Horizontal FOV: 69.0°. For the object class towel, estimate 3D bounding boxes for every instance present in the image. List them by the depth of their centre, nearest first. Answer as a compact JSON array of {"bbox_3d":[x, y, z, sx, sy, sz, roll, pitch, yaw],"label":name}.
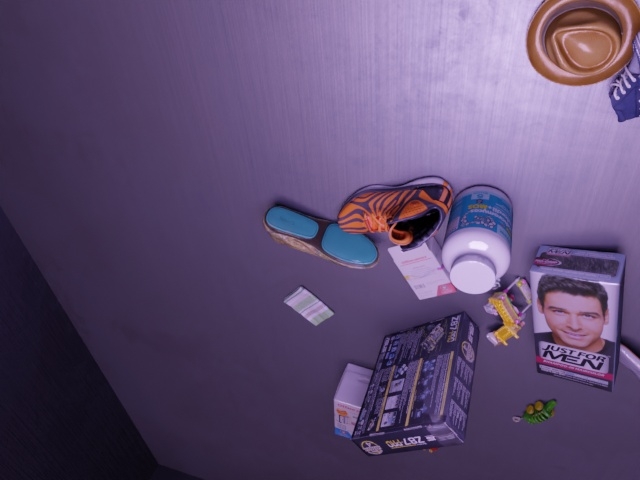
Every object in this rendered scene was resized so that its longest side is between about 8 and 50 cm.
[{"bbox_3d":[-0.042,0.228,1.593,0.152,0.023,0.113,40,133,-11],"label":"towel"}]

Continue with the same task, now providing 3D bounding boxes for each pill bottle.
[{"bbox_3d":[0.358,-0.001,1.059,0.147,0.264,0.146,12,131,14],"label":"pill bottle"}]

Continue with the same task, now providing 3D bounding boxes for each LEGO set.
[{"bbox_3d":[0.523,0.193,1.285,0.132,0.107,0.286,28,152,51],"label":"LEGO set"}]

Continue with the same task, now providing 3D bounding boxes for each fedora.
[{"bbox_3d":[0.472,-0.357,0.838,0.195,0.079,0.194,13,131,15],"label":"fedora"}]

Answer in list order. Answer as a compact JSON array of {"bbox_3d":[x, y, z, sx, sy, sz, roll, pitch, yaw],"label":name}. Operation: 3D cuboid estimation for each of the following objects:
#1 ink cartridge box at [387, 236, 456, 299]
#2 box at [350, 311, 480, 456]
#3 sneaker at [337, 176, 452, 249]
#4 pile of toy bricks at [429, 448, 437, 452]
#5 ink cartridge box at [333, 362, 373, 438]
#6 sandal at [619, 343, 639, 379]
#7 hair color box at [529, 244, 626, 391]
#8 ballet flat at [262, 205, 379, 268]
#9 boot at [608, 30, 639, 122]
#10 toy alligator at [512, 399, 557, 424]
[{"bbox_3d":[0.283,0.064,1.281,0.115,0.067,0.198,-18,120,34],"label":"ink cartridge box"},{"bbox_3d":[0.279,0.407,1.345,0.318,0.394,0.097,-31,108,38],"label":"box"},{"bbox_3d":[0.162,-0.055,1.159,0.321,0.180,0.124,-17,118,34],"label":"sneaker"},{"bbox_3d":[0.367,0.720,1.782,0.212,0.118,0.104,-5,98,47],"label":"pile of toy bricks"},{"bbox_3d":[0.154,0.607,1.720,0.172,0.168,0.232,11,130,17],"label":"ink cartridge box"},{"bbox_3d":[0.892,0.351,1.234,0.076,0.102,0.265,-43,86,-2],"label":"sandal"},{"bbox_3d":[0.646,0.199,1.172,0.186,0.113,0.374,8,131,37],"label":"hair color box"},{"bbox_3d":[0.000,0.000,1.337,0.349,0.123,0.123,21,133,6],"label":"ballet flat"},{"bbox_3d":[0.563,-0.286,0.838,0.086,0.069,0.190,-15,139,37],"label":"boot"},{"bbox_3d":[0.704,0.580,1.532,0.056,0.051,0.189,33,133,-3],"label":"toy alligator"}]
